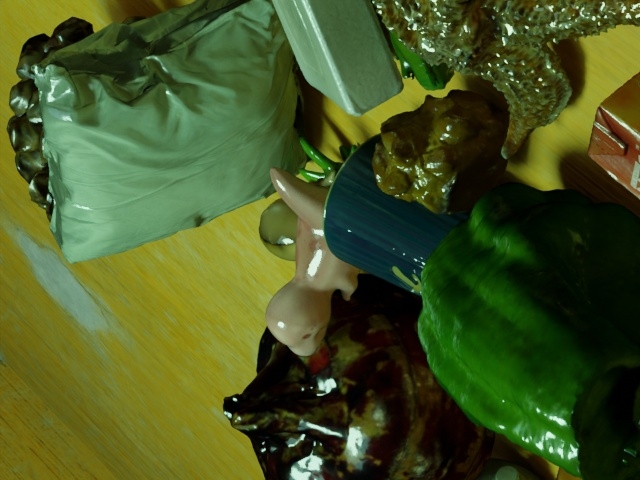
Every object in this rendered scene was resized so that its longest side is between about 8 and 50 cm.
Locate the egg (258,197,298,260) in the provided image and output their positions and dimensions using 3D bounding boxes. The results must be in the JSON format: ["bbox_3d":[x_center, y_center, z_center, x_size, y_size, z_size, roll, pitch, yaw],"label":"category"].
[{"bbox_3d":[-0.026,-0.012,2.056,0.083,0.071,0.071,23,145,47],"label":"egg"}]

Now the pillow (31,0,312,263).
[{"bbox_3d":[-0.136,-0.117,1.852,0.310,0.283,0.138,92,155,-56],"label":"pillow"}]

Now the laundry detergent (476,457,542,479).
[{"bbox_3d":[0.210,0.323,2.073,0.181,0.091,0.253,41,157,37],"label":"laundry detergent"}]

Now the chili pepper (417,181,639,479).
[{"bbox_3d":[0.190,0.059,1.446,0.385,0.213,0.167,-123,24,-69],"label":"chili pepper"}]

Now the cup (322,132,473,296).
[{"bbox_3d":[0.111,-0.004,1.728,0.155,0.131,0.176,31,180,37],"label":"cup"}]

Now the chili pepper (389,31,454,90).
[{"bbox_3d":[0.048,-0.268,1.488,0.085,0.076,0.359,-113,4,-46],"label":"chili pepper"}]

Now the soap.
[{"bbox_3d":[0.001,-0.210,1.649,0.183,0.063,0.121,66,171,-28],"label":"soap"}]

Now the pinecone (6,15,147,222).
[{"bbox_3d":[-0.230,-0.124,2.069,0.257,0.243,0.243,15,138,57],"label":"pinecone"}]

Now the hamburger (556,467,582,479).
[{"bbox_3d":[0.288,0.239,1.772,0.137,0.087,0.166,43,159,22],"label":"hamburger"}]

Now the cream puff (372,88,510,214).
[{"bbox_3d":[0.101,-0.077,1.609,0.094,0.122,0.116,41,173,28],"label":"cream puff"}]

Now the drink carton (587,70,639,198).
[{"bbox_3d":[0.295,-0.034,1.294,0.223,0.096,0.071,44,158,22],"label":"drink carton"}]

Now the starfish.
[{"bbox_3d":[0.088,-0.194,1.398,0.293,0.084,0.301,36,161,-6],"label":"starfish"}]

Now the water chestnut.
[{"bbox_3d":[0.036,0.181,1.993,0.289,0.244,0.289,44,161,20],"label":"water chestnut"}]

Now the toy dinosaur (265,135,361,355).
[{"bbox_3d":[-0.005,-0.004,1.870,0.152,0.177,0.194,34,151,38],"label":"toy dinosaur"}]
